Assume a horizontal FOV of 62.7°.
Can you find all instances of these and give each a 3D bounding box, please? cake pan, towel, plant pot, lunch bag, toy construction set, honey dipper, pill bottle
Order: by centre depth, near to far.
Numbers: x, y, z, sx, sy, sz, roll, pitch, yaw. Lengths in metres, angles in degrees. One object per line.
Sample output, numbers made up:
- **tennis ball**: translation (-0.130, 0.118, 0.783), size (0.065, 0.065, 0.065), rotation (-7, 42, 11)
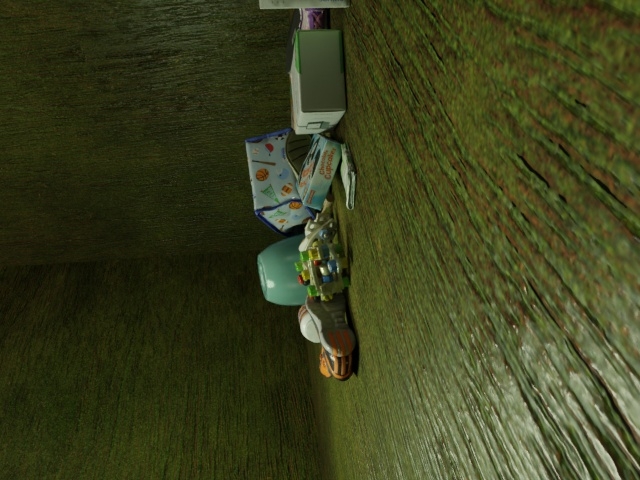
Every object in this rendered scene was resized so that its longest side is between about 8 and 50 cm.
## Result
- **towel**: translation (0.066, -0.164, 1.332), size (0.152, 0.023, 0.113), rotation (-100, 9, -50)
- **toy construction set**: translation (-0.005, 0.052, 1.543), size (0.328, 0.151, 0.215), rotation (-100, 1, -65)
- **honey dipper**: translation (0.014, -0.108, 1.762), size (0.161, 0.030, 0.031), rotation (120, 147, -67)
- **cake pan**: translation (-0.070, -0.717, 1.860), size (0.293, 0.054, 0.293), rotation (-173, 90, -74)
- **pill bottle**: translation (-0.022, 0.322, 2.061), size (0.216, 0.121, 0.121), rotation (-129, 36, -80)
- **plant pot**: translation (-0.118, 0.124, 2.081), size (0.293, 0.235, 0.293), rotation (170, 90, -76)
- **lunch bag**: translation (-0.121, -0.209, 2.095), size (0.385, 0.238, 0.328), rotation (55, -154, -68)

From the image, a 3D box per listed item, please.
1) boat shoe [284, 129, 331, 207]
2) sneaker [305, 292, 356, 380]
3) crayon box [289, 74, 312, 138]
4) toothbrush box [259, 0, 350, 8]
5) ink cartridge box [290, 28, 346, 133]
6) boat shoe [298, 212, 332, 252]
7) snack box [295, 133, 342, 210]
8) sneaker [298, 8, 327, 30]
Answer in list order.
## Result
- **boat shoe**: translation (-0.046, -0.246, 1.829), size (0.103, 0.113, 0.302), rotation (72, 180, -64)
- **sneaker**: translation (0.023, 0.281, 1.545), size (0.321, 0.124, 0.180), rotation (-103, 11, -58)
- **crayon box**: translation (-0.088, -0.598, 2.336), size (0.203, 0.083, 0.323), rotation (-106, 13, -66)
- **toothbrush box**: translation (-0.050, -0.636, 1.272), size (0.283, 0.206, 0.122), rotation (-102, 10, -60)
- **ink cartridge box**: translation (-0.012, -0.425, 1.453), size (0.289, 0.121, 0.211), rotation (-168, 74, -84)
- **boat shoe**: translation (0.000, 0.000, 1.848), size (0.096, 0.098, 0.277), rotation (57, 157, 17)
- **snack box**: translation (-0.008, -0.214, 1.555), size (0.322, 0.060, 0.187), rotation (-114, 43, -74)
- **sneaker**: translation (-0.016, -0.651, 1.547), size (0.104, 0.095, 0.237), rotation (132, 136, -72)
